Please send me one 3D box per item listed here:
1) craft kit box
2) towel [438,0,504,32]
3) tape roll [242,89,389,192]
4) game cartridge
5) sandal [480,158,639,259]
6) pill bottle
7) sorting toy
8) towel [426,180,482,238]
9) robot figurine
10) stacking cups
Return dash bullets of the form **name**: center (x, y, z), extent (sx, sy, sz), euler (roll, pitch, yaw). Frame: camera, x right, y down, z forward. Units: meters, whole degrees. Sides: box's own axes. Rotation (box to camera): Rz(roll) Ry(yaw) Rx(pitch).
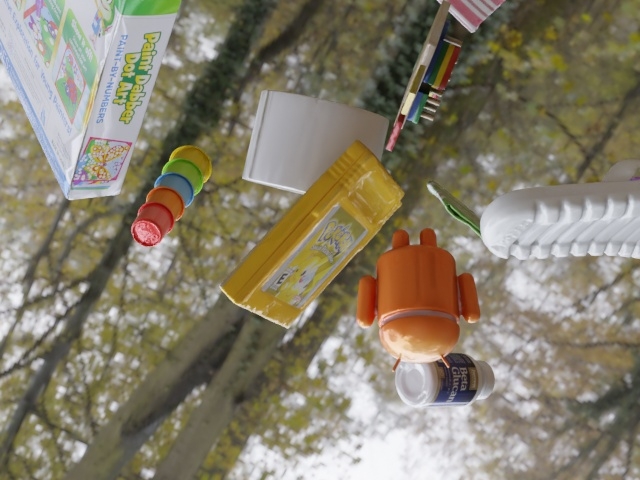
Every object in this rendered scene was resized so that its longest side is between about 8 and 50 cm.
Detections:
- **craft kit box**: center (-0.205, -0.208, 0.932), extent (0.061, 0.247, 0.250), euler (-9, -128, -32)
- **towel**: center (0.297, -0.486, 2.016), extent (0.144, 0.197, 0.029), euler (50, -169, 18)
- **tape roll**: center (-0.009, -0.166, 2.059), extent (0.246, 0.169, 0.246), euler (12, -178, 0)
- **game cartridge**: center (0.000, 0.000, 1.879), extent (0.053, 0.324, 0.285), euler (45, -177, 20)
- **sandal**: center (0.409, -0.055, 1.502), extent (0.416, 0.169, 0.102), euler (0, -124, -19)
- **pill bottle**: center (0.220, 0.240, 1.934), extent (0.169, 0.094, 0.094), euler (5, -147, -40)
- **sorting toy**: center (0.146, -0.219, 1.453), extent (0.046, 0.132, 0.274), euler (22, -143, 0)
- **towel**: center (0.238, -0.048, 1.937), extent (0.113, 0.023, 0.152), euler (36, -169, -15)
- **robot figurine**: center (0.147, 0.093, 1.713), extent (0.158, 0.128, 0.219), euler (13, -118, -29)
- **stacking cups**: center (-0.308, -0.092, 2.257), extent (0.096, 0.096, 0.316), euler (28, -151, -2)
